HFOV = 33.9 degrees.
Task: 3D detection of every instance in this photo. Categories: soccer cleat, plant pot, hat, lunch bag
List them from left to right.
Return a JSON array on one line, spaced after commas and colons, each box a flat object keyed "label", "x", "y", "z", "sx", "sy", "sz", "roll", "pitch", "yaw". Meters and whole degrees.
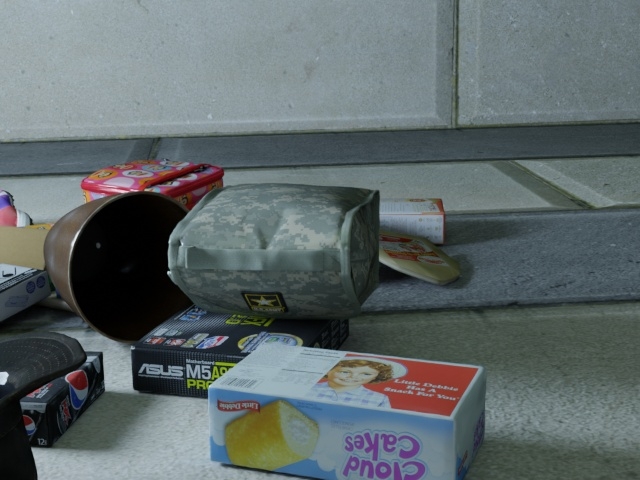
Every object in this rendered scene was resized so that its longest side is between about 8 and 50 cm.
[{"label": "hat", "x": -0.351, "y": 0.209, "z": 0.946, "sx": 0.331, "sy": 0.134, "sz": 0.331, "roll": -19, "pitch": 11, "yaw": 4}, {"label": "soccer cleat", "x": -0.647, "y": -0.047, "z": 2.009, "sx": 0.116, "sy": 0.108, "sz": 0.318, "roll": 20, "pitch": 2, "yaw": -32}, {"label": "plant pot", "x": -0.314, "y": 0.026, "z": 1.550, "sx": 0.215, "sy": 0.215, "sz": 0.230, "roll": -11, "pitch": 12, "yaw": -34}, {"label": "lunch bag", "x": -0.336, "y": -0.092, "z": 2.226, "sx": 0.258, "sy": 0.120, "sz": 0.293, "roll": 9, "pitch": 18, "yaw": 23}, {"label": "lunch bag", "x": -0.051, "y": 0.016, "z": 1.390, "sx": 0.235, "sy": 0.168, "sz": 0.287, "roll": 2, "pitch": 9, "yaw": 12}]

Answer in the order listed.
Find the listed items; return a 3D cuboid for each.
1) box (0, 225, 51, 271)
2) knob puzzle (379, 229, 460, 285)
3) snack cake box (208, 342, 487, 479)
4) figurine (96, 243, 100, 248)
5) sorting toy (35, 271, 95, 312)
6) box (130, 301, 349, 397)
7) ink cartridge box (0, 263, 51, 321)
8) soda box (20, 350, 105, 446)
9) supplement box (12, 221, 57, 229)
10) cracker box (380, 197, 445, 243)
[{"label": "box", "x": -0.546, "y": 0.019, "z": 1.731, "sx": 0.201, "sy": 0.021, "sz": 0.164, "roll": 5, "pitch": 28, "yaw": -5}, {"label": "knob puzzle", "x": 0.153, "y": 0.036, "z": 1.783, "sx": 0.213, "sy": 0.030, "sz": 0.213, "roll": 18, "pitch": 18, "yaw": -6}, {"label": "snack cake box", "x": 0.031, "y": 0.184, "z": 1.113, "sx": 0.264, "sy": 0.089, "sz": 0.152, "roll": 4, "pitch": 13, "yaw": 20}, {"label": "figurine", "x": -0.336, "y": -0.012, "z": 1.958, "sx": 0.209, "sy": 0.092, "sz": 0.215, "roll": 10, "pitch": 18, "yaw": 23}, {"label": "sorting toy", "x": -0.394, "y": 0.068, "z": 1.718, "sx": 0.193, "sy": 0.038, "sz": 0.208, "roll": 7, "pitch": 16, "yaw": 30}, {"label": "box", "x": -0.096, "y": 0.133, "z": 1.387, "sx": 0.216, "sy": 0.060, "sz": 0.270, "roll": 2, "pitch": 14, "yaw": 16}, {"label": "ink cartridge box", "x": -0.509, "y": 0.094, "z": 1.553, "sx": 0.097, "sy": 0.046, "sz": 0.207, "roll": 6, "pitch": 23, "yaw": 29}, {"label": "soda box", "x": -0.308, "y": 0.180, "z": 1.223, "sx": 0.060, "sy": 0.053, "sz": 0.169, "roll": 1, "pitch": 14, "yaw": 9}, {"label": "supplement box", "x": -0.564, "y": 0.021, "z": 1.843, "sx": 0.233, "sy": 0.080, "sz": 0.078, "roll": -6, "pitch": 16, "yaw": -27}, {"label": "cracker box", "x": 0.125, "y": -0.039, "z": 2.057, "sx": 0.232, "sy": 0.067, "sz": 0.155, "roll": 1, "pitch": 13, "yaw": 4}]
